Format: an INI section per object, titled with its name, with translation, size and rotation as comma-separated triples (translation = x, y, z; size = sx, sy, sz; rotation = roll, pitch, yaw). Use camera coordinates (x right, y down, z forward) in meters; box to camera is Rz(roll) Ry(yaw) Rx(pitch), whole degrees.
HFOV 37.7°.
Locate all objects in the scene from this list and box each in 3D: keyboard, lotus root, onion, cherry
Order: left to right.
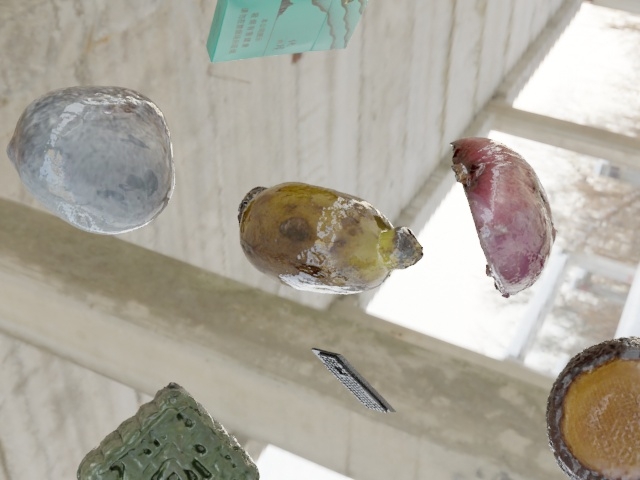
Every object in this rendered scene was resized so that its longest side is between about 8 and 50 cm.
[cherry]
translation = -0.361, -0.135, 1.550
size = 0.296, 0.218, 0.254
rotation = 9, -114, -33
[lotus root]
translation = 0.000, 0.000, 1.242
size = 0.169, 0.314, 0.141
rotation = 15, -91, -47
[keyboard]
translation = 0.058, 0.247, 1.629
size = 0.196, 0.074, 0.015
rotation = 49, -116, -38
[onion]
translation = 0.278, -0.027, 1.369
size = 0.283, 0.120, 0.227
rotation = 61, -164, -53

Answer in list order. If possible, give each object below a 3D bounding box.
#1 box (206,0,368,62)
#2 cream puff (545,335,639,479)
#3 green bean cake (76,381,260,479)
[box]
translation = -0.047, -0.335, 1.393
size = 0.161, 0.227, 0.042
rotation = 124, 132, -62
[cream puff]
translation = 0.442, 0.256, 1.329
size = 0.165, 0.239, 0.239
rotation = 25, -96, -55
[green bean cake]
translation = -0.187, 0.295, 1.169
size = 0.181, 0.173, 0.094
rotation = -42, 9, -11
